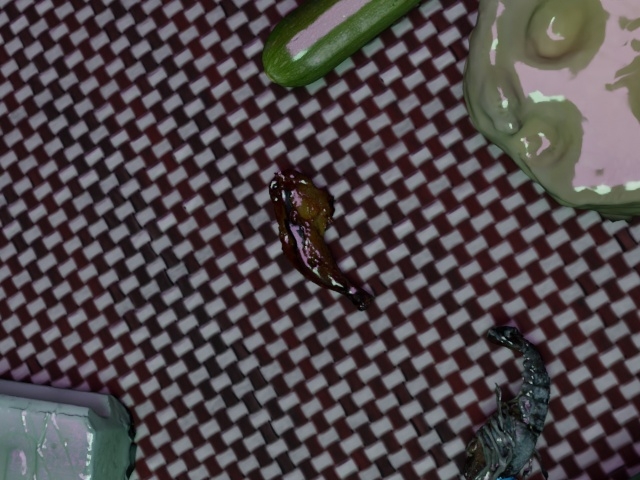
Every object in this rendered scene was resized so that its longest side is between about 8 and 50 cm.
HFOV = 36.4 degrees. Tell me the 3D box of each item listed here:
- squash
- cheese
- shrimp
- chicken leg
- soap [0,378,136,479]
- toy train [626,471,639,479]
[{"bbox_3d":[0.044,-0.214,0.854,0.229,0.066,0.066,-35,81,8],"label":"squash"},{"bbox_3d":[0.281,-0.151,0.774,0.318,0.115,0.326,-38,80,8],"label":"cheese"},{"bbox_3d":[0.156,0.159,0.807,0.076,0.082,0.174,11,83,17],"label":"shrimp"},{"bbox_3d":[-0.005,0.002,0.875,0.062,0.037,0.145,-20,81,-3],"label":"chicken leg"},{"bbox_3d":[-0.310,0.204,0.898,0.261,0.094,0.150,6,88,12],"label":"soap"},{"bbox_3d":[0.249,0.223,0.721,0.300,0.202,0.120,-34,85,8],"label":"toy train"}]
